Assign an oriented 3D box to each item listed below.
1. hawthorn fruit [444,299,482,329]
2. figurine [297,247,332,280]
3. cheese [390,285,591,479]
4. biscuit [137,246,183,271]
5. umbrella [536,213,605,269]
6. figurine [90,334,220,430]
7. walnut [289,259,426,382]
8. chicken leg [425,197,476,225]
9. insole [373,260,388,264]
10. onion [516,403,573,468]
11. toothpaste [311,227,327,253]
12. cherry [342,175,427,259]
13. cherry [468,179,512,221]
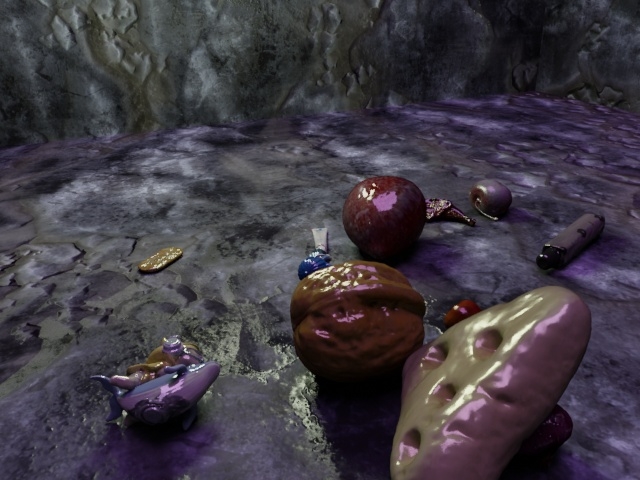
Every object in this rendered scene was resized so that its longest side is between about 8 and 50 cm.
[{"bbox_3d":[0.303,0.172,1.137,0.081,0.081,0.093,-20,59,-35],"label":"hawthorn fruit"},{"bbox_3d":[-0.009,0.062,1.400,0.086,0.087,0.149,-37,18,16],"label":"figurine"},{"bbox_3d":[0.244,0.213,0.775,0.328,0.129,0.351,-42,8,24],"label":"cheese"},{"bbox_3d":[-0.436,0.051,1.524,0.071,0.018,0.147,8,25,24],"label":"biscuit"},{"bbox_3d":[0.665,0.002,1.482,0.073,0.067,0.337,3,21,46],"label":"umbrella"},{"bbox_3d":[-0.277,0.244,0.961,0.209,0.128,0.183,-10,23,-6],"label":"figurine"},{"bbox_3d":[0.072,0.150,1.038,0.257,0.257,0.224,-5,56,-7],"label":"walnut"},{"bbox_3d":[0.379,-0.086,1.727,0.205,0.053,0.093,0,47,22],"label":"chicken leg"},{"bbox_3d":[0.115,0.071,1.453,0.135,0.002,0.045,-12,26,-21],"label":"insole"},{"bbox_3d":[0.326,0.291,0.847,0.115,0.115,0.104,-13,70,-5],"label":"onion"},{"bbox_3d":[0.000,0.000,1.591,0.048,0.031,0.190,-5,21,0],"label":"toothpaste"},{"bbox_3d":[0.174,-0.064,1.517,0.231,0.202,0.300,3,39,7],"label":"cherry"},{"bbox_3d":[0.550,-0.116,1.726,0.148,0.115,0.188,29,12,-38],"label":"cherry"}]
